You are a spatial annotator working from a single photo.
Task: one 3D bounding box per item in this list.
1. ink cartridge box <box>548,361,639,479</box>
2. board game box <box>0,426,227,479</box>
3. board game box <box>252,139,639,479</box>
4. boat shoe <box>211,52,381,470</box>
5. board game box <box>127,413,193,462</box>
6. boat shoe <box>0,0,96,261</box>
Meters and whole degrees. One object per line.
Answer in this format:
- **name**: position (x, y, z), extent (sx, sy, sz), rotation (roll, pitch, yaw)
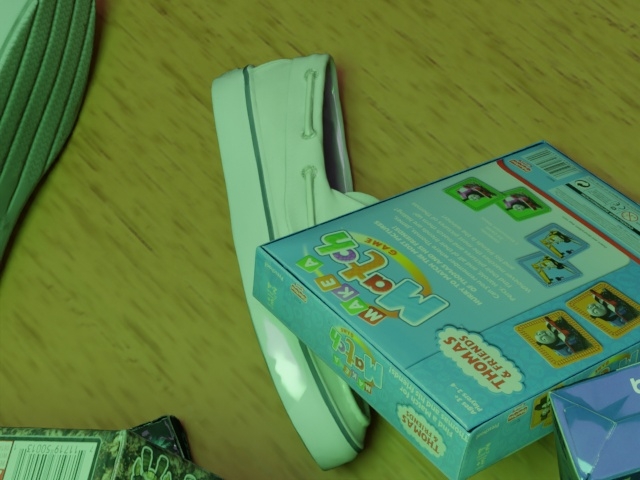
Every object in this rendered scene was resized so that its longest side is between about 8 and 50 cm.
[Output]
- **ink cartridge box**: position (0.163, 0.100, 0.650), extent (0.097, 0.207, 0.046), rotation (-18, 67, 4)
- **board game box**: position (-0.161, 0.242, 0.618), extent (0.232, 0.141, 0.291), rotation (-4, 62, 36)
- **board game box**: position (0.096, 0.025, 0.712), extent (0.211, 0.039, 0.160), rotation (-20, 44, -34)
- **boat shoe**: position (0.000, 0.000, 0.788), extent (0.084, 0.095, 0.258), rotation (-18, 67, 9)
- **board game box**: position (-0.151, 0.189, 0.780), extent (0.186, 0.026, 0.126), rotation (-21, 65, 3)
- **boat shoe**: position (-0.234, -0.052, 0.854), extent (0.094, 0.109, 0.302), rotation (16, 75, 20)
